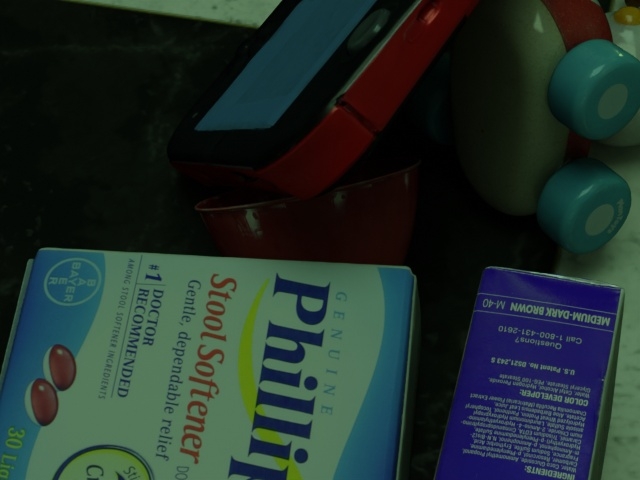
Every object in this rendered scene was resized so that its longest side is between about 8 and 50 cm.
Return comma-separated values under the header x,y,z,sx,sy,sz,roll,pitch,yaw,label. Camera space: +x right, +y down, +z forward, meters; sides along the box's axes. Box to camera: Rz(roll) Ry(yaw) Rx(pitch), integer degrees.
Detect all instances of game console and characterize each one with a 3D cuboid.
x,y,z,sx,sy,sz,roll,pitch,yaw,label
0.028,-0.182,1.323,0.060,0.386,0.342,37,82,-17,game console

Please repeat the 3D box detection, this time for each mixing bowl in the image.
x,y,z,sx,sy,sz,roll,pitch,yaw,label
0.000,0.000,1.339,0.181,0.181,0.098,-13,98,-4,mixing bowl

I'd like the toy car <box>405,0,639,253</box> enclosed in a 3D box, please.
x,y,z,sx,sy,sz,roll,pitch,yaw,label
0.227,-0.144,1.395,0.238,0.210,0.219,-22,43,-26,toy car

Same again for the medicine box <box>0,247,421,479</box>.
x,y,z,sx,sy,sz,roll,pitch,yaw,label
-0.080,0.156,1.226,0.289,0.149,0.263,2,55,8,medicine box

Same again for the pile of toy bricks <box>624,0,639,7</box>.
x,y,z,sx,sy,sz,roll,pitch,yaw,label
0.359,-0.206,1.487,0.212,0.118,0.105,2,82,-12,pile of toy bricks

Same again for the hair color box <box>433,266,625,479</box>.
x,y,z,sx,sy,sz,roll,pitch,yaw,label
0.126,0.209,1.146,0.110,0.185,0.339,8,55,11,hair color box
